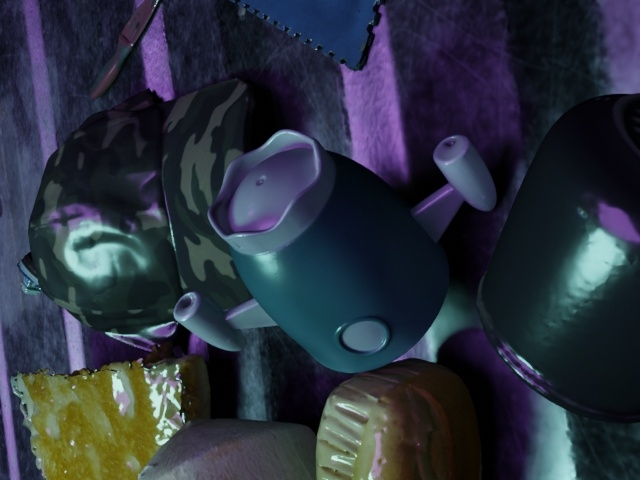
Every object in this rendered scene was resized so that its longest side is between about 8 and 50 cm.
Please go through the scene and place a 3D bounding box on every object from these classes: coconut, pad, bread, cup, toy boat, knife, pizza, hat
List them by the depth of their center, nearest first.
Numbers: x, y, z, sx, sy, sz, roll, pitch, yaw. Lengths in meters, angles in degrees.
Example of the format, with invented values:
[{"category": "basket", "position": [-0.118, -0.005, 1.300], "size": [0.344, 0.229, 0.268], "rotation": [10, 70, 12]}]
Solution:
[{"category": "cup", "position": [0.216, 0.026, 0.509], "size": [0.223, 0.169, 0.176], "rotation": [31, 127, 9]}, {"category": "cup", "position": [0.000, 0.000, 0.692], "size": [0.300, 0.173, 0.167], "rotation": [-31, 39, 17]}, {"category": "bread", "position": [0.072, 0.224, 0.705], "size": [0.106, 0.140, 0.236], "rotation": [13, 110, 46]}, {"category": "pad", "position": [-0.005, -0.340, 0.827], "size": [0.270, 0.012, 0.268], "rotation": [42, 125, 40]}, {"category": "coconut", "position": [-0.088, 0.302, 0.838], "size": [0.245, 0.245, 0.247], "rotation": [-57, 49, 38]}, {"category": "hat", "position": [-0.218, -0.035, 0.986], "size": [0.382, 0.258, 0.366], "rotation": [157, 102, -69]}, {"category": "pizza", "position": [-0.265, 0.347, 1.121], "size": [0.435, 0.080, 0.391], "rotation": [-14, 89, 44]}, {"category": "knife", "position": [-0.277, -0.278, 1.161], "size": [0.247, 0.018, 0.035], "rotation": [-40, 61, 42]}, {"category": "toy boat", "position": [-0.497, 0.065, 1.428], "size": [0.140, 0.059, 0.066], "rotation": [32, 101, 46]}]
